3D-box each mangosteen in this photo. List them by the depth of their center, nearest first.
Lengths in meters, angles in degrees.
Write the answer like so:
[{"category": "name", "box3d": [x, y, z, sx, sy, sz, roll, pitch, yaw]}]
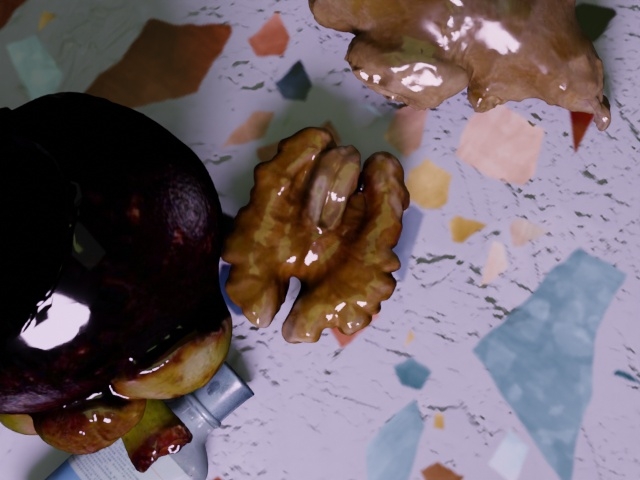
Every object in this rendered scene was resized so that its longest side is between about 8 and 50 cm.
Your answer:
[{"category": "mangosteen", "box3d": [-0.188, 0.035, 1.219, 0.287, 0.233, 0.288, -3, 79, 17]}]

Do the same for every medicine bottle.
[{"category": "medicine bottle", "box3d": [-0.143, 0.179, 1.310, 0.208, 0.054, 0.090, -43, 83, -3]}]

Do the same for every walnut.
[{"category": "walnut", "box3d": [0.000, 0.000, 1.305, 0.143, 0.069, 0.170, 24, 87, 6]}]

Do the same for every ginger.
[{"category": "ginger", "box3d": [0.126, -0.180, 1.280, 0.219, 0.123, 0.270, -43, 85, -3]}]
